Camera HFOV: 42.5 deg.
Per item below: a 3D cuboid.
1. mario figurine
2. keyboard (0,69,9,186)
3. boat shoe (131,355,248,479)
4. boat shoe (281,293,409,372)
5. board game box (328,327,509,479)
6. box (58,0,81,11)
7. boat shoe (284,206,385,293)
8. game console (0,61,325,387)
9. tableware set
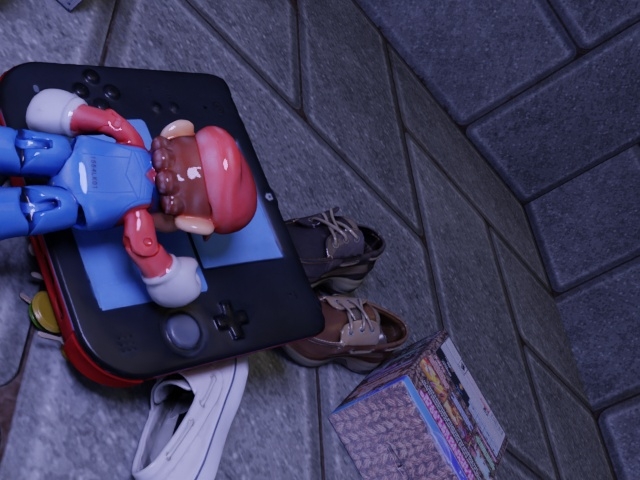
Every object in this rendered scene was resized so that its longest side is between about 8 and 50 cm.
[{"bbox_3d":[-0.216,-0.041,0.845,0.320,0.198,0.170,-1,20,-33],"label":"mario figurine"},{"bbox_3d":[-0.369,-0.146,0.948,0.100,0.038,0.192,46,26,-27],"label":"keyboard"},{"bbox_3d":[-0.148,0.179,0.934,0.084,0.095,0.258,51,23,-28],"label":"boat shoe"},{"bbox_3d":[0.037,0.133,1.324,0.324,0.116,0.123,18,46,-57],"label":"boat shoe"},{"bbox_3d":[0.173,0.311,1.356,0.232,0.141,0.291,60,24,2],"label":"board game box"},{"bbox_3d":[-0.346,-0.429,1.213,0.072,0.126,0.137,40,30,-35],"label":"box"},{"bbox_3d":[0.000,0.000,1.364,0.132,0.130,0.355,50,17,19],"label":"boat shoe"},{"bbox_3d":[-0.181,-0.036,0.967,0.341,0.060,0.387,-10,71,-42],"label":"game console"},{"bbox_3d":[-0.283,0.057,0.902,0.104,0.024,0.154,32,34,-52],"label":"tableware set"}]
